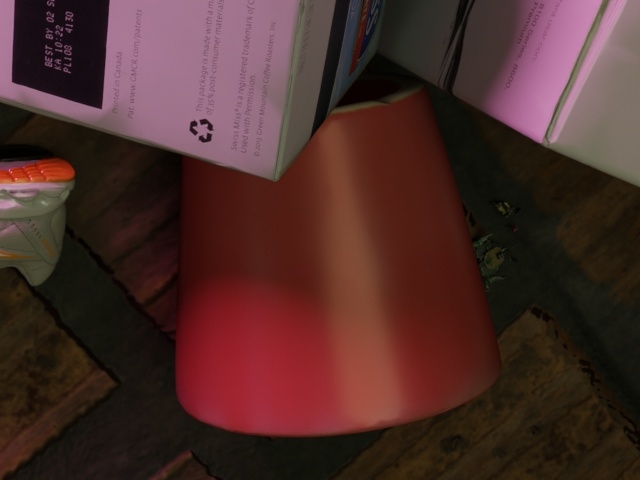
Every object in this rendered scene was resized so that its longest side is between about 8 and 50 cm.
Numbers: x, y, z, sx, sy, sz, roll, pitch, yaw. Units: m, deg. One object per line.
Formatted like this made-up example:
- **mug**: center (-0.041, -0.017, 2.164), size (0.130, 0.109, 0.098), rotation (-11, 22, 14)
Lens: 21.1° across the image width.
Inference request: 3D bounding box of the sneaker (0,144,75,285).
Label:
- **sneaker**: center (-0.321, 0.001, 1.343), size (0.262, 0.099, 0.121), rotation (-4, 114, -19)

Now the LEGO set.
- **LEGO set**: center (0.159, 0.004, 1.578), size (0.054, 0.023, 0.083), rotation (35, 80, -30)

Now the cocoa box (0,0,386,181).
- **cocoa box**: center (-0.072, -0.262, 1.185), size (0.231, 0.228, 0.347), rotation (18, 124, 12)

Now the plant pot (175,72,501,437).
- **plant pot**: center (0.000, 0.000, 1.384), size (0.275, 0.275, 0.243), rotation (-12, 105, -18)

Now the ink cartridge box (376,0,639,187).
- **ink cartridge box**: center (0.223, -0.151, 1.335), size (0.285, 0.395, 0.166), rotation (19, 100, -26)
